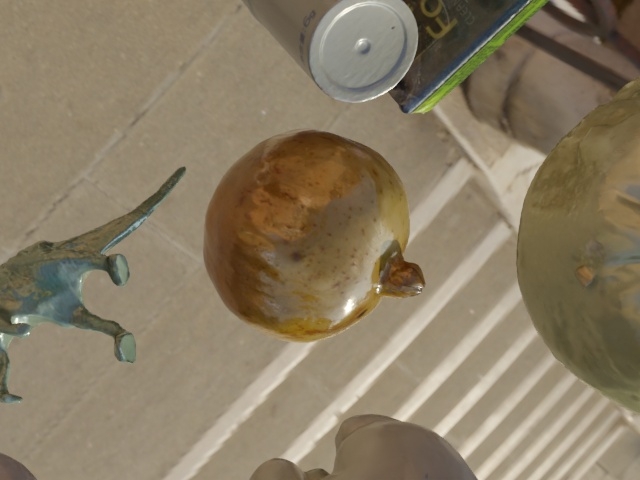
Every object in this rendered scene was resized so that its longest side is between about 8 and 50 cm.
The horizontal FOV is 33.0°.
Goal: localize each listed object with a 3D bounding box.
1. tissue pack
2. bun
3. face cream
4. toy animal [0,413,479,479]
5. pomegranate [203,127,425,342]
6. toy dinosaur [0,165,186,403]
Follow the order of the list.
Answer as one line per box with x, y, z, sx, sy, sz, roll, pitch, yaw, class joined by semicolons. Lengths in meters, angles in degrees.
0.133;-0.270;1.143;0.235;0.173;0.073;-41;164;32;tissue pack
0.228;-0.003;0.609;0.229;0.229;0.145;-19;153;-24;bun
-0.017;-0.182;0.760;0.077;0.250;0.077;-12;126;-18;face cream
-0.048;0.182;0.528;0.325;0.154;0.209;9;96;-13;toy animal
0.000;0.000;1.900;0.410;0.410;0.410;-17;126;-25;pomegranate
-0.262;0.041;1.154;0.393;0.205;0.092;-62;141;-27;toy dinosaur
